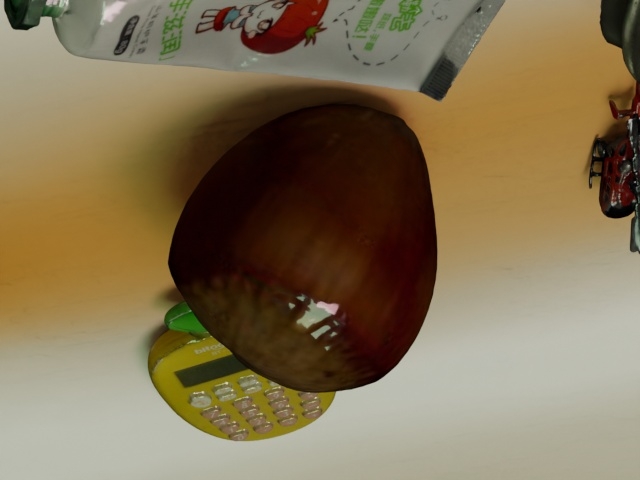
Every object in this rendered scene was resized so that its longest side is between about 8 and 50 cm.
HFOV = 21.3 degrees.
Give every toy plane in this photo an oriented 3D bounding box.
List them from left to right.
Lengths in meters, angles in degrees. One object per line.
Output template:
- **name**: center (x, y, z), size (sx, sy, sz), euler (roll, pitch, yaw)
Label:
- **toy plane**: center (0.232, -0.063, 1.273), size (0.037, 0.060, 0.145), euler (-5, 127, -10)

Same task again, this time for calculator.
- **calculator**: center (-0.065, 0.106, 1.422), size (0.146, 0.032, 0.235), euler (-18, 144, 6)

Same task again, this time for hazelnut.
- **hazelnut**: center (0.000, 0.000, 1.199), size (0.208, 0.208, 0.208), euler (-8, 142, -6)

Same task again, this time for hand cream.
- **hand cream**: center (-0.035, -0.147, 1.095), size (0.336, 0.076, 0.121), euler (2, 142, -29)

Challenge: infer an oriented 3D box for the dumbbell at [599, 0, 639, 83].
- **dumbbell**: center (0.303, -0.149, 1.034), size (0.192, 0.290, 0.192), euler (-43, 149, -33)
